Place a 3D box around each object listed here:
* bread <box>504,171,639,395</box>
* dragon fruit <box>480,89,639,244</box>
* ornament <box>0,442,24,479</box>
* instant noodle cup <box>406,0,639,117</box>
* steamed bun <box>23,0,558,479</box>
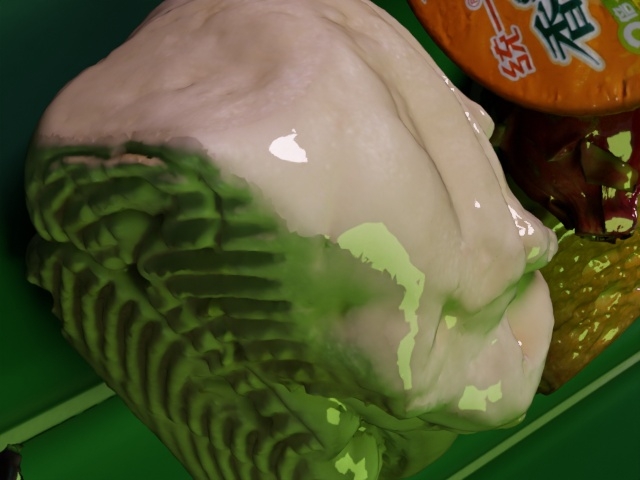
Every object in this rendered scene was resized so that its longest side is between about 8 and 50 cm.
[{"bbox_3d":[0.204,-0.013,1.267,0.235,0.099,0.210,-41,146,-12],"label":"bread"},{"bbox_3d":[0.172,-0.079,1.110,0.133,0.165,0.136,4,161,-18],"label":"dragon fruit"},{"bbox_3d":[-0.187,0.124,0.859,0.081,0.088,0.203,-51,149,-14],"label":"ornament"},{"bbox_3d":[0.176,-0.197,0.934,0.182,0.230,0.230,-24,139,-54],"label":"instant noodle cup"},{"bbox_3d":[-0.002,0.000,0.844,0.203,0.276,0.289,-51,127,-28],"label":"steamed bun"}]
